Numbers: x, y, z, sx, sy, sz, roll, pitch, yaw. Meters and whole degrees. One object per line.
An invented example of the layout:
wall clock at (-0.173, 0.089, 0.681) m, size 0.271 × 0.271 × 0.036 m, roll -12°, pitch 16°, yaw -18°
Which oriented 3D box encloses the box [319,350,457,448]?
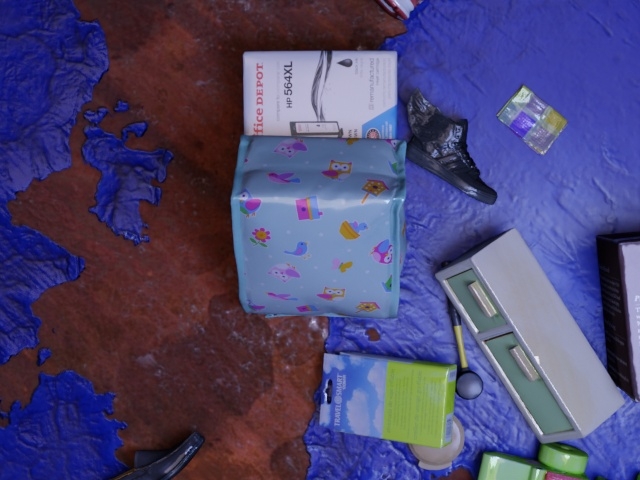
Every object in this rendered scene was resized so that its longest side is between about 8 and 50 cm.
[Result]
box at (0.089, 0.210, 1.530) m, size 0.178 × 0.042 × 0.109 m, roll 5°, pitch 92°, yaw 26°

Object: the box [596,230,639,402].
box at (0.457, 0.088, 1.463) m, size 0.168 × 0.167 × 0.203 m, roll -6°, pitch 92°, yaw 4°

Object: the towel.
towel at (0.286, -0.162, 1.541) m, size 0.083 × 0.009 × 0.060 m, roll 41°, pitch 95°, yaw 1°

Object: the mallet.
mallet at (0.185, 0.122, 1.533) m, size 0.039 × 0.062 × 0.189 m, roll -10°, pitch 92°, yaw 3°

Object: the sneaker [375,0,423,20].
sneaker at (0.077, -0.410, 1.518) m, size 0.128 × 0.087 × 0.221 m, roll -44°, pitch 102°, yaw -4°

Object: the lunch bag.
lunch bag at (0.000, 0.000, 1.484) m, size 0.223 × 0.160 × 0.262 m, roll 1°, pitch 134°, yaw 2°

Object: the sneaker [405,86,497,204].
sneaker at (0.178, -0.124, 1.529) m, size 0.170 × 0.051 × 0.089 m, roll 31°, pitch 99°, yaw 5°

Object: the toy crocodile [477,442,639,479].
toy crocodile at (0.373, 0.351, 1.511) m, size 0.341 × 0.105 × 0.115 m, roll 17°, pitch 93°, yaw 3°

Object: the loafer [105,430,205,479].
loafer at (-0.233, 0.312, 1.569) m, size 0.170 × 0.062 × 0.061 m, roll -40°, pitch 85°, yaw 3°

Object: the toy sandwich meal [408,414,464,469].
toy sandwich meal at (0.158, 0.269, 1.560) m, size 0.086 × 0.029 × 0.085 m, roll 0°, pitch 88°, yaw 5°

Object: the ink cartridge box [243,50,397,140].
ink cartridge box at (0.000, -0.174, 1.520) m, size 0.203 × 0.086 × 0.148 m, roll -1°, pitch 93°, yaw 3°

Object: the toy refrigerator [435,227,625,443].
toy refrigerator at (0.268, 0.128, 1.494) m, size 0.094 × 0.102 × 0.269 m, roll -32°, pitch 91°, yaw -27°
